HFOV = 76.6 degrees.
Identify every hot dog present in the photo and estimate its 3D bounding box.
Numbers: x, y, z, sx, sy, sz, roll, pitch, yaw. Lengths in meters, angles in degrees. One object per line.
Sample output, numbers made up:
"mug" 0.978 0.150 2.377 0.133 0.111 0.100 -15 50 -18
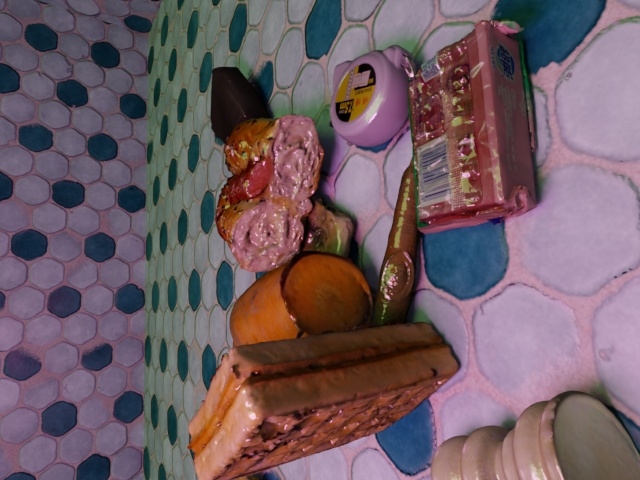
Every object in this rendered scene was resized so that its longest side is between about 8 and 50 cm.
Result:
"hot dog" -0.163 -0.143 1.041 0.365 0.196 0.366 39 114 64

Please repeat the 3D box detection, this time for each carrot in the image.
"carrot" 0.146 0.016 0.728 0.070 0.070 0.341 16 99 54
"carrot" -0.060 0.157 0.858 0.341 0.225 0.223 -44 53 53

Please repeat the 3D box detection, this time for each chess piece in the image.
"chess piece" 0.245 0.295 0.520 0.251 0.145 0.144 -51 49 49

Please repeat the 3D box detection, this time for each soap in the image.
"soap" 0.215 -0.157 0.613 0.218 0.098 0.272 -13 77 54

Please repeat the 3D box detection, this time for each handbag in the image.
"handbag" -0.280 -0.390 1.319 0.285 0.114 0.256 58 138 29

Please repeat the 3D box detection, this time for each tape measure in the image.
"tape measure" 0.099 -0.270 0.790 0.196 0.105 0.178 18 95 52

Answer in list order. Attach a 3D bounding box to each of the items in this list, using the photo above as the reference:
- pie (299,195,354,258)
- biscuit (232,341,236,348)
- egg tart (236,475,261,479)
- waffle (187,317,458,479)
"pie" 0.003 0.000 0.941 0.218 0.052 0.184 36 120 52
"biscuit" -0.231 0.310 1.265 0.142 0.029 0.220 47 125 44
"egg tart" -0.188 0.772 1.121 0.279 0.095 0.278 -3 87 60
"waffle" 0.004 0.249 0.643 0.260 0.377 0.113 -57 45 37
